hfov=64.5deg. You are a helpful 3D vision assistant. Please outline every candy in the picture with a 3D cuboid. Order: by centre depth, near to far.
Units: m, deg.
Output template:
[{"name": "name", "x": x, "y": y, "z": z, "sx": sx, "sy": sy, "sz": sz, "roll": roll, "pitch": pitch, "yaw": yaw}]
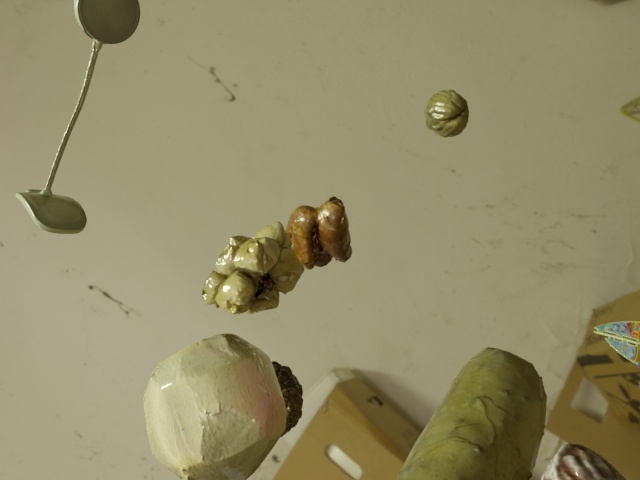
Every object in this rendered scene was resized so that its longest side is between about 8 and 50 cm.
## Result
[{"name": "candy", "x": 0.653, "y": 0.638, "z": 1.201, "sx": 0.290, "sy": 0.214, "sz": 0.157, "roll": -108, "pitch": 25, "yaw": -52}]

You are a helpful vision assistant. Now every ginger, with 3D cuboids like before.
[{"name": "ginger", "x": 0.000, "y": 0.000, "z": 0.834, "sx": 0.162, "sy": 0.103, "sz": 0.074, "roll": 73, "pitch": -171, "yaw": -54}]

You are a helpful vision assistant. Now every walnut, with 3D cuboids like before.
[{"name": "walnut", "x": 0.227, "y": -0.228, "z": 0.913, "sx": 0.092, "sy": 0.092, "sz": 0.092, "roll": -55, "pitch": -11, "yaw": -17}]

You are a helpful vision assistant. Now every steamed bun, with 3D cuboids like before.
[{"name": "steamed bun", "x": -0.109, "y": 0.060, "z": 0.942, "sx": 0.192, "sy": 0.106, "sz": 0.177, "roll": -59, "pitch": -20, "yaw": 7}]

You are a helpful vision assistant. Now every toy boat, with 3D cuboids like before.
[{"name": "toy boat", "x": 0.425, "y": 0.134, "z": 0.675, "sx": 0.175, "sy": 0.110, "sz": 0.091, "roll": -19, "pitch": -58, "yaw": -56}]

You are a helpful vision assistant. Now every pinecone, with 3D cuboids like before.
[{"name": "pinecone", "x": -0.133, "y": 0.407, "z": 1.321, "sx": 0.184, "sy": 0.179, "sz": 0.204, "roll": -65, "pitch": 18, "yaw": -4}]

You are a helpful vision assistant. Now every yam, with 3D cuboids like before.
[{"name": "yam", "x": 0.053, "y": 0.190, "z": 0.268, "sx": 0.371, "sy": 0.083, "sz": 0.083, "roll": -39, "pitch": -22, "yaw": -49}]

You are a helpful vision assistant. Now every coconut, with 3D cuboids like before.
[{"name": "coconut", "x": -0.165, "y": 0.281, "z": 0.822, "sx": 0.226, "sy": 0.231, "sz": 0.227, "roll": -21, "pitch": -15, "yaw": -6}]

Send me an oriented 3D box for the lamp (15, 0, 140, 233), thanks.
[{"name": "lamp", "x": -0.184, "y": -0.105, "z": 0.399, "sx": 0.050, "sy": 0.056, "sz": 0.199, "roll": 8, "pitch": -71, "yaw": -54}]
